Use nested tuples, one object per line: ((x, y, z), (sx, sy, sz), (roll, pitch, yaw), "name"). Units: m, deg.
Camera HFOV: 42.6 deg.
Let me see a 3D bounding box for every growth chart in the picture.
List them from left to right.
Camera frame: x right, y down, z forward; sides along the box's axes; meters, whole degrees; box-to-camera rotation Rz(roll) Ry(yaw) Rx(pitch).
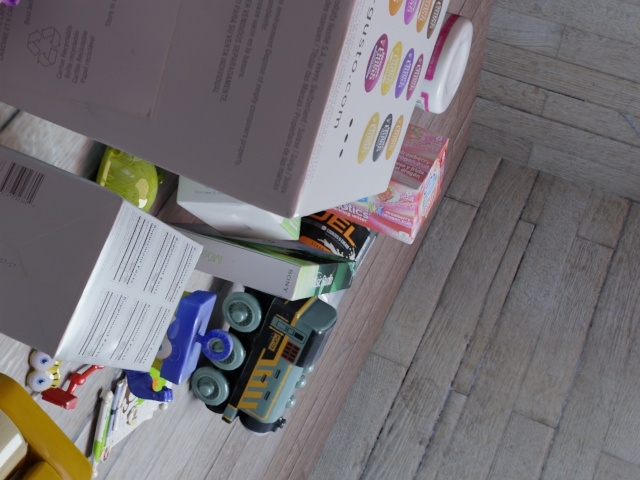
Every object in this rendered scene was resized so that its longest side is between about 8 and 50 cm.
((-0.288, 0.245, 1.299), (0.237, 0.021, 0.172), (-39, 146, -63), "growth chart")

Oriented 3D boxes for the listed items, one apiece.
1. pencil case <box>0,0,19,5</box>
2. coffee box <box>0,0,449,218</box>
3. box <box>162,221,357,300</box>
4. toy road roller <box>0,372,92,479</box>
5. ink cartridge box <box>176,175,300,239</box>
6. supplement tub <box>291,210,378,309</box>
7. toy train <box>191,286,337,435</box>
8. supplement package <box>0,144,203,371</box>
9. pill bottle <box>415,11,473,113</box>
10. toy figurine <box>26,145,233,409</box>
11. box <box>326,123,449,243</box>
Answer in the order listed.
((-0.288, -0.224, 0.556), (0.206, 0.088, 0.086), (53, 57, -71), "pencil case")
((-0.073, -0.247, 0.789), (0.334, 0.338, 0.338), (-20, 130, -71), "coffee box")
((-0.092, 0.028, 1.286), (0.322, 0.232, 0.059), (-4, 110, -74), "box")
((-0.369, 0.317, 0.874), (0.330, 0.240, 0.202), (59, 42, -22), "toy road roller")
((-0.089, -0.195, 1.119), (0.207, 0.119, 0.354), (49, 45, -73), "ink cartridge box")
((0.000, 0.000, 1.644), (0.194, 0.193, 0.316), (90, 25, -52), "supplement tub")
((-0.105, 0.209, 1.501), (0.334, 0.190, 0.142), (-65, 168, 25), "toy train")
((-0.253, 0.017, 0.786), (0.149, 0.194, 0.203), (-67, 165, -7), "supplement package")
((0.095, -0.328, 1.367), (0.160, 0.282, 0.161), (21, 90, -75), "pill bottle")
((-0.190, 0.068, 1.028), (0.363, 0.217, 0.191), (-71, 165, 10), "toy figurine")
((0.060, -0.138, 1.461), (0.142, 0.299, 0.154), (-57, 160, -32), "box")
